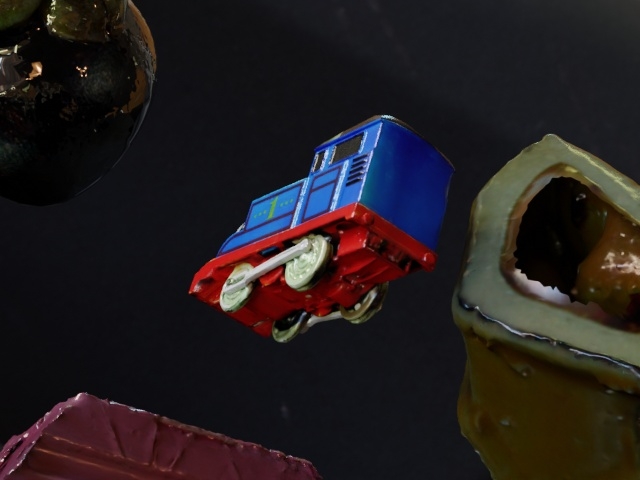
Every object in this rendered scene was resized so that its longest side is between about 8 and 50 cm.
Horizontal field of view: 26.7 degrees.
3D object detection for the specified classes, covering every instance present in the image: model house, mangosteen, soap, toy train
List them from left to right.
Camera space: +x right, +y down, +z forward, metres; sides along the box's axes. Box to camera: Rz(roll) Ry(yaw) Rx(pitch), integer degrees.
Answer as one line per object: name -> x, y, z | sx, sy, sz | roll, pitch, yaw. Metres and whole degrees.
mangosteen -> -0.255, -0.157, 1.171 | 0.243, 0.243, 0.243 | 32, 21, -14
soap -> -0.110, 0.196, 0.854 | 0.250, 0.099, 0.162 | 24, 50, -30
toy train -> 0.000, 0.000, 1.008 | 0.083, 0.204, 0.131 | 32, 58, -28
model house -> 0.198, 0.085, 1.034 | 0.174, 0.239, 0.268 | 5, 41, 18
